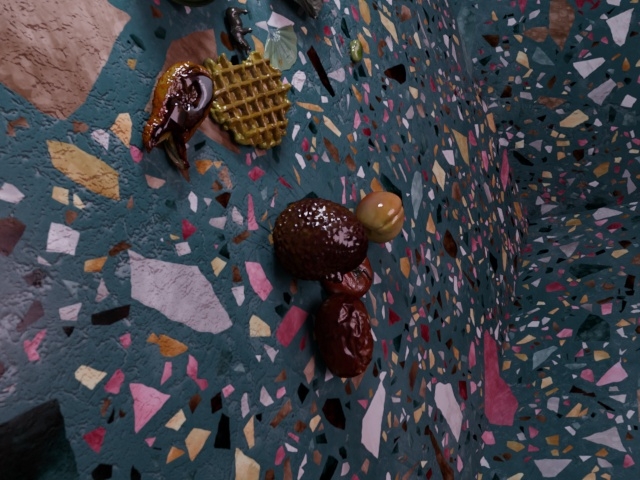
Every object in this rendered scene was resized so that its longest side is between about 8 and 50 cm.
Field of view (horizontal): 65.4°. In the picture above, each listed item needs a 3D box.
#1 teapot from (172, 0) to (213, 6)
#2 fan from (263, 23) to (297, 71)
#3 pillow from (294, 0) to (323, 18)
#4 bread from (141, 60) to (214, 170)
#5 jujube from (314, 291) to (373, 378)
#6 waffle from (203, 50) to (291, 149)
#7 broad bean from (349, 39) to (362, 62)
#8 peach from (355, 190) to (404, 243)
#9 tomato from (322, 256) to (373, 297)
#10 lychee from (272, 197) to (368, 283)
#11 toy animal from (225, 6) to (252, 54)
[{"bbox_3d":[-0.309,-0.783,1.216,0.270,0.201,0.336,46,45,-44],"label":"teapot"},{"bbox_3d":[-0.122,-0.612,1.578,0.131,0.009,0.240,54,43,-33],"label":"fan"},{"bbox_3d":[-0.066,-0.907,1.597,0.283,0.138,0.309,8,81,-66],"label":"pillow"},{"bbox_3d":[-0.332,-0.302,1.162,0.139,0.095,0.268,32,71,-42],"label":"bread"},{"bbox_3d":[0.070,0.279,1.474,0.174,0.174,0.250,-30,116,-52],"label":"jujube"},{"bbox_3d":[-0.189,-0.397,1.381,0.301,0.058,0.281,-2,86,-50],"label":"waffle"},{"bbox_3d":[0.138,-0.728,1.921,0.063,0.045,0.083,-17,103,-52],"label":"broad bean"},{"bbox_3d":[0.210,-0.086,1.745,0.184,0.184,0.184,18,67,-50],"label":"peach"},{"bbox_3d":[0.097,0.095,1.607,0.228,0.101,0.227,15,70,-47],"label":"tomato"},{"bbox_3d":[0.000,0.000,1.382,0.261,0.261,0.260,18,67,-50],"label":"lychee"},{"bbox_3d":[-0.228,-0.589,1.401,0.065,0.047,0.135,-27,109,-47],"label":"toy animal"}]
